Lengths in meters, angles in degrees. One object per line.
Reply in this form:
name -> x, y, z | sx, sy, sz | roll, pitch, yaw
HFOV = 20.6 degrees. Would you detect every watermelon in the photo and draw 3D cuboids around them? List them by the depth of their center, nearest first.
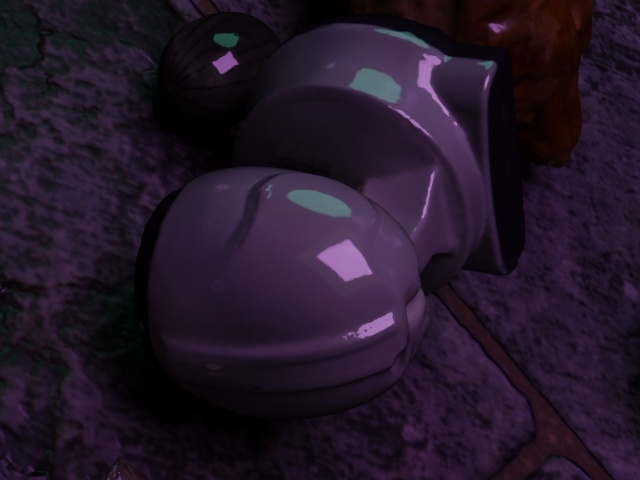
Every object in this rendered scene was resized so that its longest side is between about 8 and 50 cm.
watermelon -> -0.068, -0.121, 1.238 | 0.078, 0.078, 0.110 | 46, 41, 2

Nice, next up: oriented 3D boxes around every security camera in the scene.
security camera -> 0.000, 0.000, 1.110 | 0.191, 0.197, 0.277 | 9, 40, 22

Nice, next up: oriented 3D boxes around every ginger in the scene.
ginger -> 0.100, -0.221, 1.404 | 0.274, 0.152, 0.357 | 6, 52, -59

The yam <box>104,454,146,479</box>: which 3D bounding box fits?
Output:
yam -> -0.096, 0.170, 1.006 | 0.094, 0.043, 0.043 | 44, 42, 2
